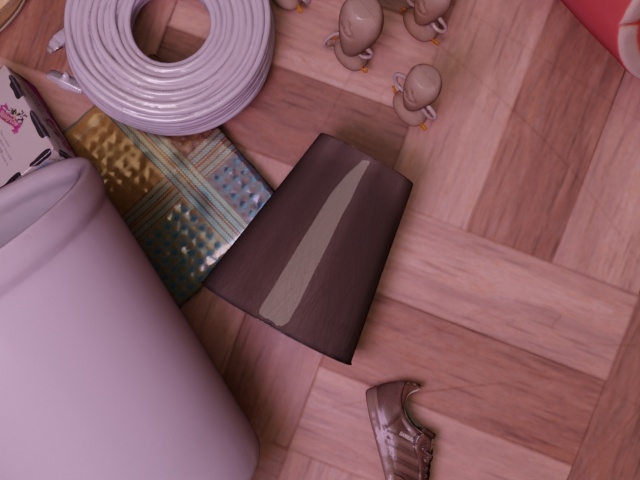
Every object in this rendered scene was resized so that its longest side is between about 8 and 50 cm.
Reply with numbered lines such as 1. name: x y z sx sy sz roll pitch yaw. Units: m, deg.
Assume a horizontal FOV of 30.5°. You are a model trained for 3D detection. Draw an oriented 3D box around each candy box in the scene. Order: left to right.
1. candy box: -0.429 -0.082 1.460 0.233 0.071 0.159 -38 61 7

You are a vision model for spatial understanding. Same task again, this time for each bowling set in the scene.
1. bowling set: 0.090 -0.287 1.401 0.200 0.154 0.287 -40 84 -13

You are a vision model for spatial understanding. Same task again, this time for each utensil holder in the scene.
1. utensil holder: -0.287 0.154 1.296 0.327 0.328 0.386 -29 109 7

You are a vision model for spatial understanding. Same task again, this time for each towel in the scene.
1. towel: -0.261 -0.017 1.484 0.370 0.040 0.271 -42 86 5

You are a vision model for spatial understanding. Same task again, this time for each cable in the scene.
1. cable: -0.182 -0.256 1.423 0.257 0.089 0.257 30 80 4

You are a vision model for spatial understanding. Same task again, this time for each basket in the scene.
1. basket: 0.000 0.000 1.397 0.204 0.154 0.227 28 90 0

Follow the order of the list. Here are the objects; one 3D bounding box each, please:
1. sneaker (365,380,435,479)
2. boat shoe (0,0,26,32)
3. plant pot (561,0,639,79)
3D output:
1. sneaker: 0.110 0.263 1.423 0.071 0.066 0.189 -16 89 6
2. boat shoe: -0.454 -0.278 1.486 0.190 0.072 0.068 -38 86 6
3. plant pot: 0.363 -0.315 1.240 0.274 0.275 0.243 -22 51 7
